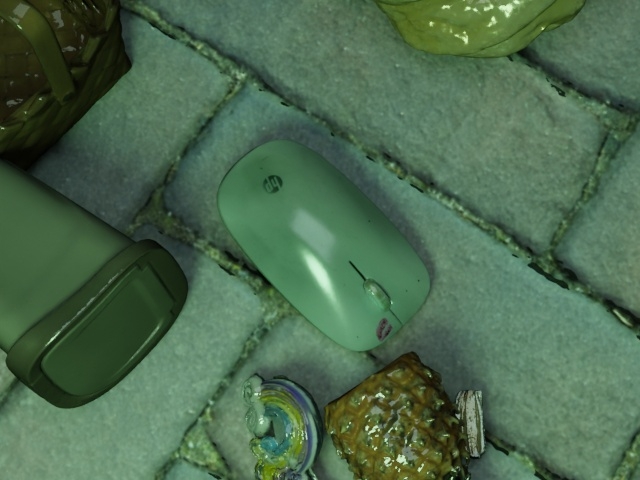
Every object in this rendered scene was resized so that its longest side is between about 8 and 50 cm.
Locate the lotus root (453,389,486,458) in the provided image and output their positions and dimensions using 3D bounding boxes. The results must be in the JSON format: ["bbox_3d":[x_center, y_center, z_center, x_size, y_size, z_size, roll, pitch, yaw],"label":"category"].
[{"bbox_3d":[0.176,0.219,1.779,0.037,0.030,0.083,-3,71,4],"label":"lotus root"}]

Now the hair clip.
[{"bbox_3d":[-0.038,0.229,1.759,0.116,0.049,0.172,-23,76,36],"label":"hair clip"}]

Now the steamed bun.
[{"bbox_3d":[0.183,-0.401,1.875,0.372,0.230,0.325,36,74,15],"label":"steamed bun"}]

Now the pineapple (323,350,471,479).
[{"bbox_3d":[0.129,0.270,1.712,0.158,0.158,0.279,-34,82,-8],"label":"pineapple"}]

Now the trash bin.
[{"bbox_3d":[-0.327,0.044,1.771,0.250,0.220,0.219,35,75,19],"label":"trash bin"}]

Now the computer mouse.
[{"bbox_3d":[-0.001,-0.003,1.824,0.159,0.097,0.288,-42,75,-12],"label":"computer mouse"}]

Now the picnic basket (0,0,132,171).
[{"bbox_3d":[-0.394,-0.252,1.808,0.254,0.321,0.291,37,76,16],"label":"picnic basket"}]
